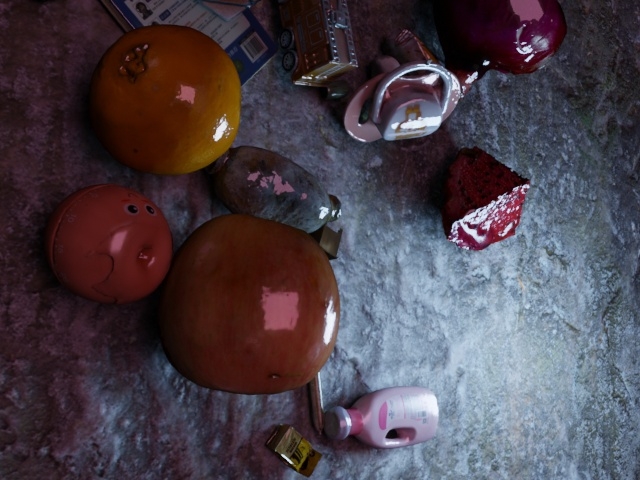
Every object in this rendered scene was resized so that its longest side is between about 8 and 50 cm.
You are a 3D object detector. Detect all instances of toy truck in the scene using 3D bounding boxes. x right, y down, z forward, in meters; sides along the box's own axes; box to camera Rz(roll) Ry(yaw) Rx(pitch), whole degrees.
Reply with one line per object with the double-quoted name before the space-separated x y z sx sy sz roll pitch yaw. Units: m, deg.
"toy truck" -0.011 -0.543 1.760 0.136 0.162 0.305 -6 84 -45

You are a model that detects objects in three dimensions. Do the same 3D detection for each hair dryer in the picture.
"hair dryer" 0.020 -0.440 1.874 0.071 0.047 0.150 -15 88 -36

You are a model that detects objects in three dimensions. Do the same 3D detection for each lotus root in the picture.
"lotus root" -0.098 -0.106 1.664 0.349 0.175 0.175 21 73 -25

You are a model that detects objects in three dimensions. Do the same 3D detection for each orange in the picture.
"orange" -0.307 -0.278 1.452 0.312 0.312 0.312 4 83 -37

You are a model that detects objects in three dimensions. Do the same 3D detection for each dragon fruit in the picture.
"dragon fruit" 0.444 -0.116 2.041 0.330 0.240 0.302 -29 84 -43

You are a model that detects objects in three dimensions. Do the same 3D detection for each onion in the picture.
"onion" 0.451 -0.579 2.041 0.420 0.398 0.398 -46 116 3

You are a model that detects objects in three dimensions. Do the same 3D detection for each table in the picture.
"table" 0.000 0.000 1.790 0.070 0.083 0.082 32 61 -34

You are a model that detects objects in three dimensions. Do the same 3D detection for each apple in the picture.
"apple" -0.142 0.122 1.482 0.391 0.391 0.346 3 89 -37

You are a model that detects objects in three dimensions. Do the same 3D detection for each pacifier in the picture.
"pacifier" 0.206 -0.367 1.892 0.332 0.273 0.220 -9 109 -19

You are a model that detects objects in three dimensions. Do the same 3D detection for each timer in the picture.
"timer" -0.402 0.007 1.383 0.229 0.215 0.229 -35 137 -42

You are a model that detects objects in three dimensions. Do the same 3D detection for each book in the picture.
"book" -0.309 -0.521 1.631 0.428 0.039 0.300 52 58 -21

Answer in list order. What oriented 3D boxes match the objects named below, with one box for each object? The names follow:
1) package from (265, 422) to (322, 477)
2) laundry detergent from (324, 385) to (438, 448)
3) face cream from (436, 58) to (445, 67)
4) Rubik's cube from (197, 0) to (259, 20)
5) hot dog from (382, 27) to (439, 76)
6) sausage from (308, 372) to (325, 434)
"package" -0.063 0.497 1.714 0.131 0.047 0.071 47 58 -26
"laundry detergent" 0.158 0.460 1.861 0.335 0.088 0.159 4 84 -36
"face cream" 0.349 -0.514 2.139 0.083 0.021 0.040 29 67 -31
"Rubik's cube" -0.203 -0.644 1.575 0.207 0.205 0.205 25 66 -33
"hot dog" 0.277 -0.466 2.004 0.075 0.144 0.268 -40 105 -26
"sausage" -0.015 0.342 1.774 0.033 0.033 0.269 -5 88 -37
